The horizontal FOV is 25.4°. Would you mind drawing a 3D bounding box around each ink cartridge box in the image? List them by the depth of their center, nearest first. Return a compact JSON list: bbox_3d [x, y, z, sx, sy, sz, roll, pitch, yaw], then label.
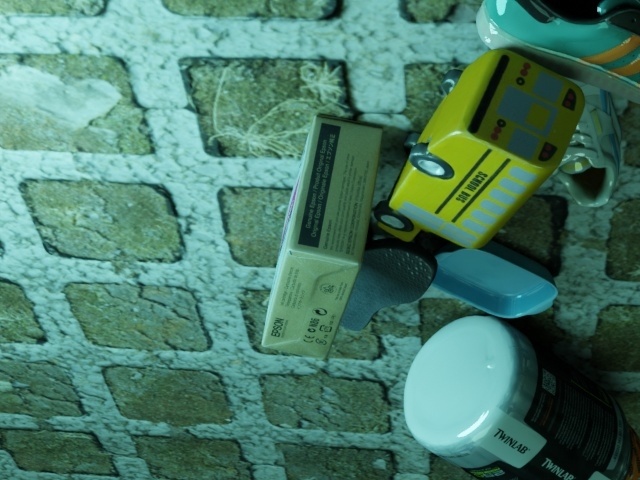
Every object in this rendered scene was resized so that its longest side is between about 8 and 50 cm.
[{"bbox_3d":[0.000,0.000,1.658,0.088,0.193,0.234,11,146,-3],"label":"ink cartridge box"}]

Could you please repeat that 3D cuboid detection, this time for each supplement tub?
[{"bbox_3d":[0.293,0.259,1.994,0.207,0.207,0.338,-24,136,38],"label":"supplement tub"}]

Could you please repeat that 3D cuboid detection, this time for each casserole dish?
[{"bbox_3d":[0.220,0.043,1.831,0.188,0.037,0.114,25,143,-25],"label":"casserole dish"}]

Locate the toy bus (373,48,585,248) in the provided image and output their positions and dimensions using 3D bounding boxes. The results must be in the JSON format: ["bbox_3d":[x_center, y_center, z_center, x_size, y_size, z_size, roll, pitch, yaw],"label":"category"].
[{"bbox_3d":[0.157,-0.082,1.499,0.130,0.108,0.332,25,160,-1],"label":"toy bus"}]

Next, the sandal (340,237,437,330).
[{"bbox_3d":[0.072,0.046,1.849,0.097,0.054,0.254,40,150,-9],"label":"sandal"}]

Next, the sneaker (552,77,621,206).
[{"bbox_3d":[0.270,-0.127,1.507,0.087,0.092,0.228,-10,142,27],"label":"sneaker"}]

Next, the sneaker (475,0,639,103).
[{"bbox_3d":[0.308,-0.208,1.359,0.302,0.108,0.121,11,151,-5],"label":"sneaker"}]
